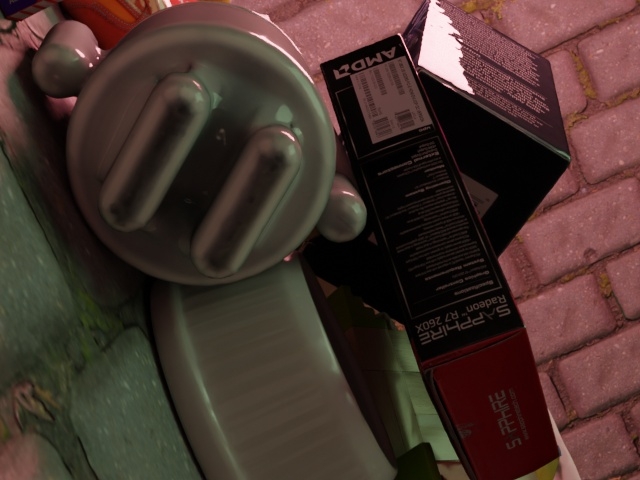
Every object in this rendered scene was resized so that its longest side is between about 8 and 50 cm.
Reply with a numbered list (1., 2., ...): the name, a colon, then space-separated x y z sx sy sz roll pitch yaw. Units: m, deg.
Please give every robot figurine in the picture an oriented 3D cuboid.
1. robot figurine: -0.096 -0.090 0.826 0.300 0.199 0.353 32 13 -13

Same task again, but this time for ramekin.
1. ramekin: -0.033 0.129 0.869 0.273 0.127 0.272 -25 90 -87

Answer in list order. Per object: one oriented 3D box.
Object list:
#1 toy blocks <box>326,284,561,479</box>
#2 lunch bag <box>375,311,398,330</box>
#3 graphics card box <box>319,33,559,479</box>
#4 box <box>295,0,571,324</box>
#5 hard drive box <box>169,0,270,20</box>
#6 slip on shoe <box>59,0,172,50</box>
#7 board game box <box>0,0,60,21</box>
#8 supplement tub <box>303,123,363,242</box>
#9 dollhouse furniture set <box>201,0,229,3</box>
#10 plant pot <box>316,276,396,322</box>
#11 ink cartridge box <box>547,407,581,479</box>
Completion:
1. toy blocks: 0.143 0.244 1.036 0.261 0.191 0.381 7 54 -36
2. lunch bag: 0.079 0.272 1.243 0.235 0.169 0.287 64 5 -66
3. graphics card box: 0.107 0.013 0.930 0.233 0.094 0.371 63 8 -49
4. box: 0.149 -0.117 1.325 0.212 0.293 0.395 30 26 -6
5. hard drive box: -0.124 -0.181 1.206 0.089 0.181 0.232 -56 -136 38
6. slip on shoe: -0.215 -0.238 1.021 0.123 0.101 0.331 13 -56 49
7. board game box: -0.220 -0.292 0.782 0.045 0.147 0.193 -97 162 -81
8. supplement tub: -0.066 -0.054 1.055 0.144 0.200 0.144 -24 90 -87
9. dollhouse furniture set: -0.131 -0.428 1.206 0.198 0.286 0.303 29 7 24
10. plant pot: 0.000 0.000 1.596 0.274 0.256 0.256 48 16 -54
11. ink cartridge box: 0.229 0.412 1.467 0.384 0.160 0.279 109 -35 -54
